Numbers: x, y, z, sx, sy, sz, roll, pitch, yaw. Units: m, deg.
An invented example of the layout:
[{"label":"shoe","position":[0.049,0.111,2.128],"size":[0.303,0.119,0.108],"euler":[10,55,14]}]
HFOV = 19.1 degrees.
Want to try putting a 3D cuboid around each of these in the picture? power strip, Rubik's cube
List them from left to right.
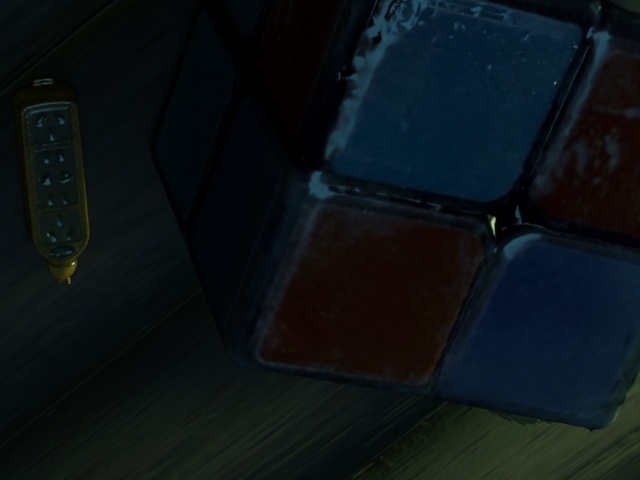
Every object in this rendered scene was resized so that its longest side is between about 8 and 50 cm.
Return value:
[{"label":"power strip","position":[-0.205,-0.041,1.468],"size":[0.049,0.028,0.178],"euler":[-9,123,-13]},{"label":"Rubik's cube","position":[0.087,-0.090,1.356],"size":[0.313,0.316,0.318],"euler":[12,116,-22]}]

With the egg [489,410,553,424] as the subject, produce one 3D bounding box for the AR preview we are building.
[{"label":"egg","position":[0.178,0.099,1.618],"size":[0.140,0.118,0.116],"euler":[23,95,-37]}]
